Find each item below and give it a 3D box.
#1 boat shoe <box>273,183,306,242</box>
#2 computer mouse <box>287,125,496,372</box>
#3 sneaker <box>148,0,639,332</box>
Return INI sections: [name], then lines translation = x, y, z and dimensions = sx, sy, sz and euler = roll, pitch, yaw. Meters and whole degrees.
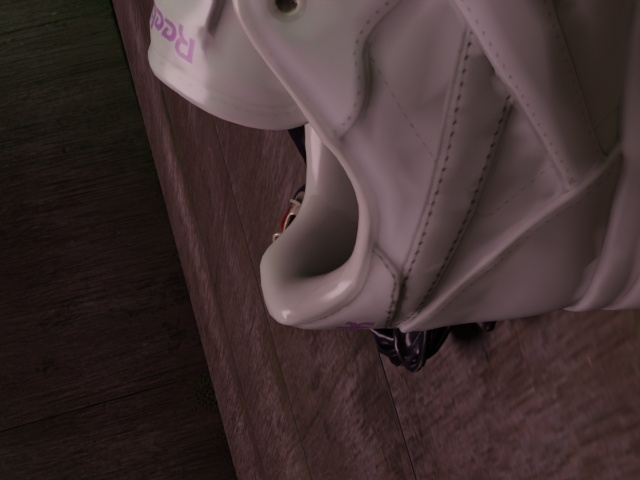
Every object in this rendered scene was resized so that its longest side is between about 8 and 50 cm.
[boat shoe]
translation = 0.000, 0.000, 0.618
dimensions = 0.049, 0.043, 0.137
euler = 64, 166, -8
[computer mouse]
translation = 0.020, -0.077, 0.649
dimensions = 0.272, 0.072, 0.188
euler = 62, 166, 8
[sneaker]
translation = 0.027, -0.101, 0.322
dimensions = 0.114, 0.152, 0.305
euler = -117, 18, -60
